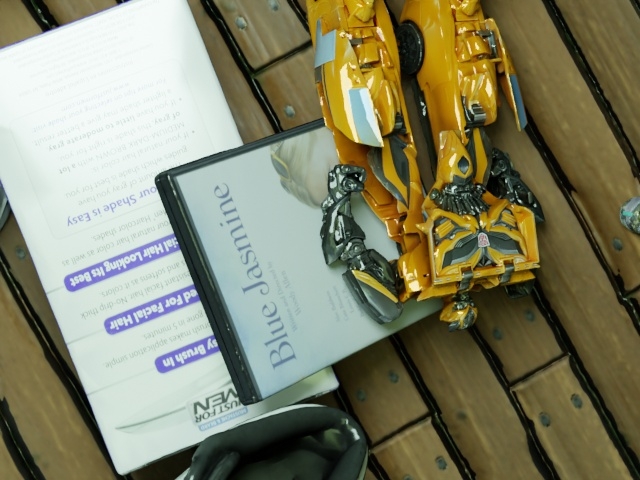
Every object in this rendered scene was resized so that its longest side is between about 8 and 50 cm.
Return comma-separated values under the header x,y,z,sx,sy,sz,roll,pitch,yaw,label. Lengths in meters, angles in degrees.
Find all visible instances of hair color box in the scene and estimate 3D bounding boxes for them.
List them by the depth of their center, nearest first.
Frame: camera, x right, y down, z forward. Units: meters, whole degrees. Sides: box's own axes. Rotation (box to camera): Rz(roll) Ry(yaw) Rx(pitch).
x,y,z,sx,sy,sz,roll,pitch,yaw,label
-0.134,-0.009,1.197,0.185,0.110,0.339,-21,90,-5,hair color box

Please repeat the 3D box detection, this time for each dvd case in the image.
x,y,z,sx,sy,sz,roll,pitch,yaw,label
0.000,0.000,1.169,0.253,0.022,0.180,-23,93,-43,dvd case

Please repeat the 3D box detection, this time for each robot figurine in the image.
x,y,z,sx,sy,sz,roll,pitch,yaw,label
0.085,-0.074,1.186,0.211,0.085,0.291,-9,83,-32,robot figurine

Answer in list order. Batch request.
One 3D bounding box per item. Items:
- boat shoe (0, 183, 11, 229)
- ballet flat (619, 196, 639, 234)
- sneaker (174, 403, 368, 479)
x,y,z,sx,sy,sz,roll,pitch,yaw,label
-0.335,0.049,1.194,0.096,0.088,0.267,38,88,-3,boat shoe
0.308,-0.017,1.256,0.114,0.041,0.041,3,91,-4,ballet flat
-0.146,0.257,1.073,0.447,0.257,0.169,-39,75,-18,sneaker
